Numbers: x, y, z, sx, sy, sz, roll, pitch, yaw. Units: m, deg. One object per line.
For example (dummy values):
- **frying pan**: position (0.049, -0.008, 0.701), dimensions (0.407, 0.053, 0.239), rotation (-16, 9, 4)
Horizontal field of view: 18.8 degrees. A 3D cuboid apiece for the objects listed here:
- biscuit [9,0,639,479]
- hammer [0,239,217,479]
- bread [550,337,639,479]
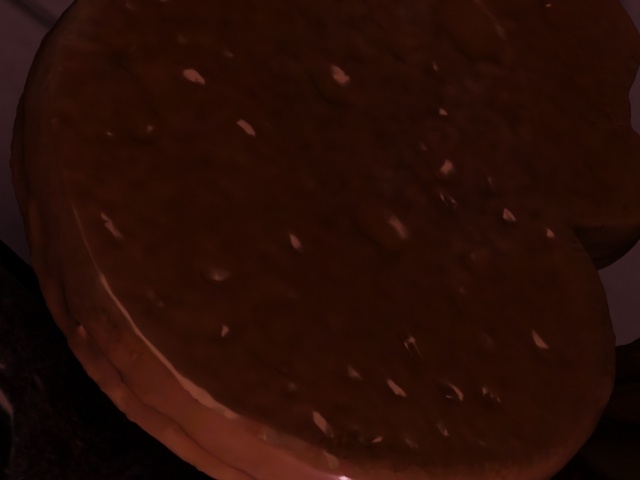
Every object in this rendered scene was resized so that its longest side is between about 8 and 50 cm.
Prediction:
- **biscuit**: position (0.018, -0.027, 0.611), dimensions (0.202, 0.044, 0.288), rotation (38, 40, -6)
- **hammer**: position (0.000, 0.000, 0.671), dimensions (0.242, 0.095, 0.409), rotation (40, 44, -2)
- **bread**: position (0.254, 0.114, 0.628), dimensions (0.324, 0.277, 0.167), rotation (9, 79, -22)
